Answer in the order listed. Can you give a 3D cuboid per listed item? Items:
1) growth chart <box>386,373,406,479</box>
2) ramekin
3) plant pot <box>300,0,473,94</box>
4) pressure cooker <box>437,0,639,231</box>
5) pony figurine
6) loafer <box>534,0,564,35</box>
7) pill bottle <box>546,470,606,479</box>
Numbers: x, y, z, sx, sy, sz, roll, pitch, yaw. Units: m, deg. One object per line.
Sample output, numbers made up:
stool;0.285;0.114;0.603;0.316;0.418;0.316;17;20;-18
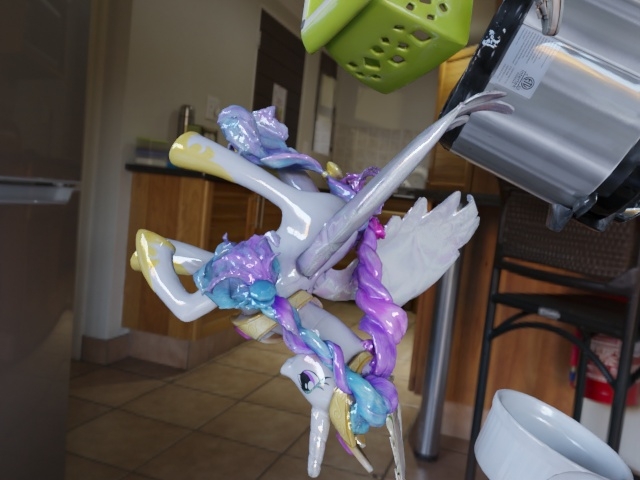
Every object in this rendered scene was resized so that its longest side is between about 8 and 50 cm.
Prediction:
growth chart;0.139;0.365;1.029;0.021;0.237;0.172;-8;-15;11
ramekin;0.443;0.430;1.097;0.277;0.135;0.277;25;10;-5
plant pot;0.100;-0.409;0.922;0.207;0.228;0.227;14;-14;-26
pressure cooker;0.458;-0.237;0.981;0.421;0.375;0.369;28;-33;8
pony figurine;0.000;0.000;0.578;0.364;0.351;0.302;36;-11;27
loafer;0.283;-0.323;0.707;0.039;0.125;0.045;-6;24;1
pill bottle;0.367;0.430;0.775;0.131;0.130;0.245;10;-36;33
